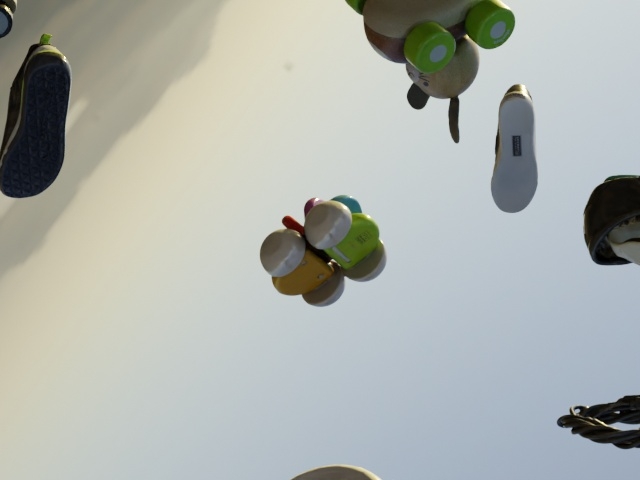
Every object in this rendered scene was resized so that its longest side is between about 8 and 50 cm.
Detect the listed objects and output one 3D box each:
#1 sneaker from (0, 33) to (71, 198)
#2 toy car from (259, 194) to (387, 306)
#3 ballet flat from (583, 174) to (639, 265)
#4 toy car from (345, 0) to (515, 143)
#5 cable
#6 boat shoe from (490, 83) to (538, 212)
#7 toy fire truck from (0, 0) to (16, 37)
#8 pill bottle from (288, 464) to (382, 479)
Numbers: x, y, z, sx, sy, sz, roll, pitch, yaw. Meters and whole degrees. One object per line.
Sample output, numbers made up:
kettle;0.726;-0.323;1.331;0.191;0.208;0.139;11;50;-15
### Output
sneaker;-0.392;-0.170;2.026;0.234;0.084;0.097;-68;-150;25
toy car;0.000;0.000;2.183;0.182;0.159;0.136;-32;-134;17
ballet flat;0.359;-0.010;1.278;0.280;0.095;0.096;-6;-135;37
toy car;0.120;-0.201;1.628;0.149;0.155;0.188;-23;136;-19
cable;0.421;0.258;2.037;0.150;0.185;0.047;-68;155;-74
boat shoe;0.325;-0.157;2.455;0.076;0.080;0.228;-72;159;-54
toy fire truck;-0.609;-0.371;2.211;0.217;0.246;0.158;-34;-149;11
pill bottle;0.049;0.398;1.620;0.169;0.301;0.169;-14;-139;13
